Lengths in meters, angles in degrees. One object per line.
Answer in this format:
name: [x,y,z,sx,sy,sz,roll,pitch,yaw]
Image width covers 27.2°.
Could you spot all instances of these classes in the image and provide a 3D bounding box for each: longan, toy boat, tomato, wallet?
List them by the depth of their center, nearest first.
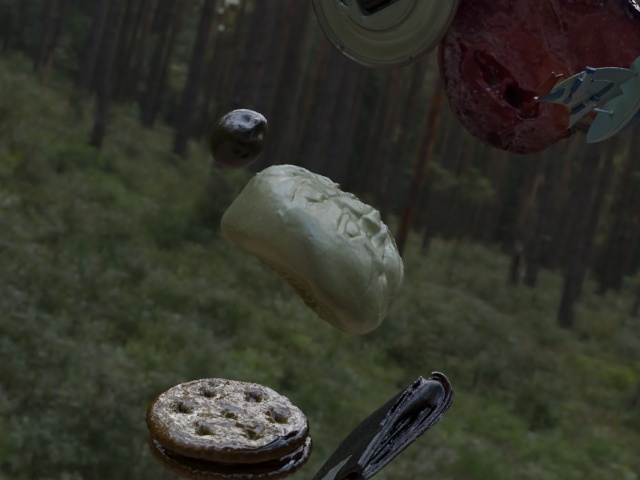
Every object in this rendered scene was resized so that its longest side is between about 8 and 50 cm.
toy boat: [0.280,-0.153,1.317,0.149,0.105,0.034,32,24,-43]
tomato: [0.358,-0.305,2.070,0.334,0.290,0.176,-25,13,24]
wallet: [0.074,0.324,2.073,0.262,0.071,0.221,-41,1,-43]
longan: [-0.132,-0.169,2.173,0.092,0.113,0.113,52,-8,-12]

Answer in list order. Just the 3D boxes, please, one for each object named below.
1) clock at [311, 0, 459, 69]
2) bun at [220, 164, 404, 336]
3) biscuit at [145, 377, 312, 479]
clock: [0.090,-0.361,1.847,0.244,0.245,0.056,14,17,32]
bun: [0.000,0.000,1.535,0.229,0.145,0.229,40,-10,8]
biscuit: [-0.118,0.246,1.716,0.220,0.066,0.220,4,20,-2]
